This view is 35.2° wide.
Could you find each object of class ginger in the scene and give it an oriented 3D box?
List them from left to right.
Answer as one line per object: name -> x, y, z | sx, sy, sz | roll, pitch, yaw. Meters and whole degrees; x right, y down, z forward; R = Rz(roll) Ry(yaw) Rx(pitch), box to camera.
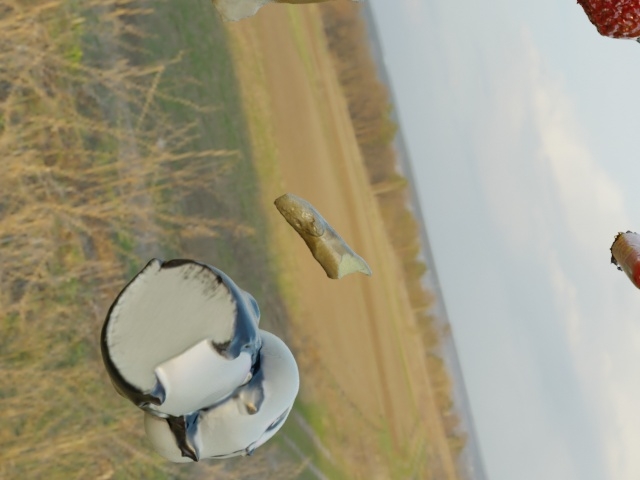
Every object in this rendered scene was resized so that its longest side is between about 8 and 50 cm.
ginger -> 0.002, 0.001, 1.131 | 0.137, 0.044, 0.057 | 48, 26, -19

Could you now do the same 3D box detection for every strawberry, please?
strawberry -> 0.385, -0.331, 1.277 | 0.148, 0.131, 0.131 | 43, 26, -37

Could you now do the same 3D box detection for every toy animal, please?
toy animal -> -0.163, 0.189, 1.470 | 0.310, 0.250, 0.251 | 69, 9, -50

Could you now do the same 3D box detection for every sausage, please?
sausage -> 0.339, 0.027, 1.067 | 0.048, 0.050, 0.145 | 55, 13, -8

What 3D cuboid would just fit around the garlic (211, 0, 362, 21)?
garlic -> 0.011, -0.362, 0.922 | 0.313, 0.249, 0.286 | -53, 134, -21
